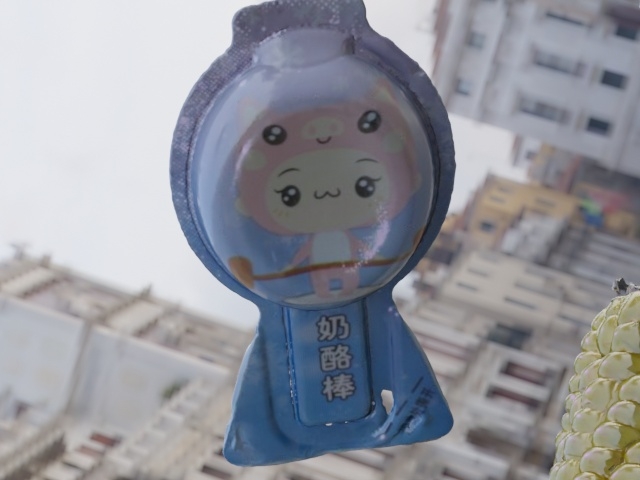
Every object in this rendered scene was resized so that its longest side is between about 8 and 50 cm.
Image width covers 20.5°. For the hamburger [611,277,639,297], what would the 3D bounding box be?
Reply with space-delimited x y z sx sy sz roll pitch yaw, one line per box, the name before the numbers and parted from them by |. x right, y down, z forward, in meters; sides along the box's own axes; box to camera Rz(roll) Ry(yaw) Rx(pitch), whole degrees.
hamburger | 0.315 0.105 1.498 0.087 0.176 0.102 -143 73 -83

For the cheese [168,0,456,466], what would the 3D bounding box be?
cheese | 0.000 0.000 0.841 0.052 0.135 0.245 -103 7 -63

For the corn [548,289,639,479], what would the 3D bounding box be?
corn | 0.102 0.143 0.609 0.101 0.101 0.292 78 -146 -68
